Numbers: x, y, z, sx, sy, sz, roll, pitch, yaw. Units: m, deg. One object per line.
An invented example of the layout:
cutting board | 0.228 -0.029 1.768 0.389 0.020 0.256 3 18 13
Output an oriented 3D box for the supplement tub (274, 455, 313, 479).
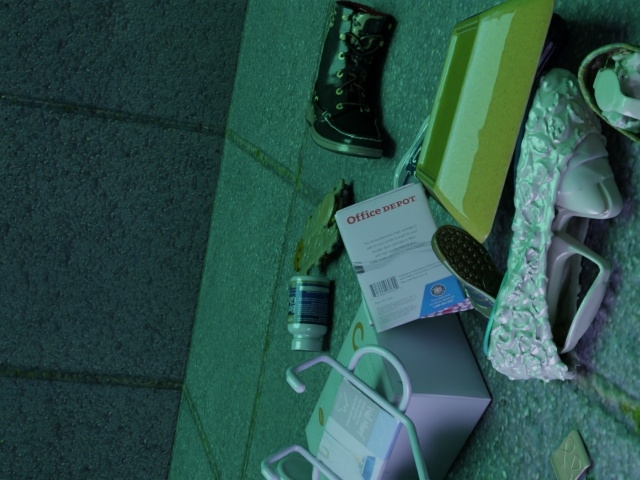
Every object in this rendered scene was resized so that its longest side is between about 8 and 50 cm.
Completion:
supplement tub | -0.061 0.583 2.019 0.117 0.117 0.190 -122 43 -62

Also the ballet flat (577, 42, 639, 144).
ballet flat | 0.385 -0.130 0.980 0.348 0.123 0.123 -116 38 -58

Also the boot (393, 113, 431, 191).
boot | 0.187 -0.130 1.623 0.086 0.069 0.190 -106 31 -55

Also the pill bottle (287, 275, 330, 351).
pill bottle | -0.028 0.170 2.103 0.094 0.094 0.169 154 121 -68

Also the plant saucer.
plant saucer | 0.212 -0.186 1.289 0.333 0.081 0.332 -89 13 -81

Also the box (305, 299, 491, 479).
box | 0.115 0.294 1.529 0.215 0.168 0.345 -105 28 -48

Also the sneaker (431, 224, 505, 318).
sneaker | 0.226 0.063 1.310 0.064 0.192 0.086 -47 -6 -24

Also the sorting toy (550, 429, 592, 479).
sorting toy | 0.323 0.292 1.163 0.083 0.012 0.062 -100 30 -48

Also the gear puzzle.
gear puzzle | 0.000 0.000 2.164 0.339 0.044 0.175 133 147 -59

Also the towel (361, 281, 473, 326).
towel | 0.159 0.058 1.461 0.029 0.197 0.144 79 180 -49

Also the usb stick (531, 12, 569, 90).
usb stick | 0.292 -0.218 1.390 0.077 0.045 0.278 -90 18 -44

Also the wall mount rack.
wall mount rack | 0.057 0.338 1.324 0.304 0.131 0.350 37 128 30

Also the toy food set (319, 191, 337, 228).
toy food set | 0.018 -0.069 2.043 0.083 0.020 0.082 158 124 -69

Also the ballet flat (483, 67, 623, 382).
ballet flat | 0.316 -0.008 1.168 0.147 0.147 0.408 -142 58 -68

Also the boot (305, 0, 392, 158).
boot | 0.071 -0.347 1.954 0.377 0.138 0.284 -112 34 -65

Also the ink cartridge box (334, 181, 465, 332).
ink cartridge box | 0.117 0.027 1.377 0.082 0.140 0.190 63 -173 -83
